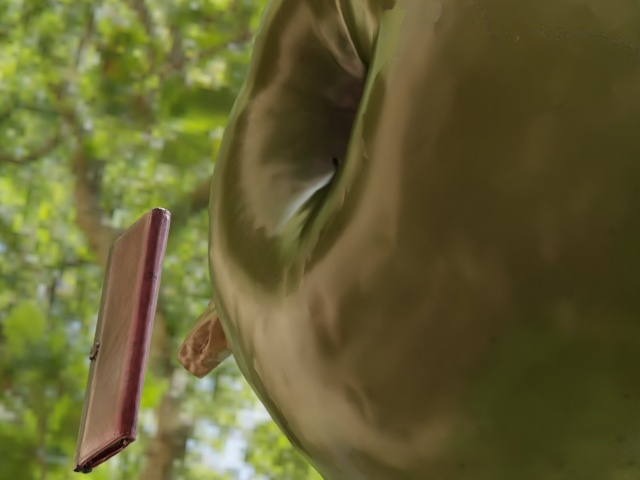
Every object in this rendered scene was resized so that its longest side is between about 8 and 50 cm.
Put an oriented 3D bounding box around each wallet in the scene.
[{"bbox_3d":[-0.182,0.091,1.683,0.119,0.025,0.232,-35,-138,53],"label":"wallet"}]

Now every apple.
[{"bbox_3d":[0.128,-0.018,0.808,0.357,0.357,0.357,-35,-130,57],"label":"apple"}]

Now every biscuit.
[{"bbox_3d":[-0.003,-0.003,1.394,0.269,0.051,0.376,-45,-178,-33],"label":"biscuit"}]
